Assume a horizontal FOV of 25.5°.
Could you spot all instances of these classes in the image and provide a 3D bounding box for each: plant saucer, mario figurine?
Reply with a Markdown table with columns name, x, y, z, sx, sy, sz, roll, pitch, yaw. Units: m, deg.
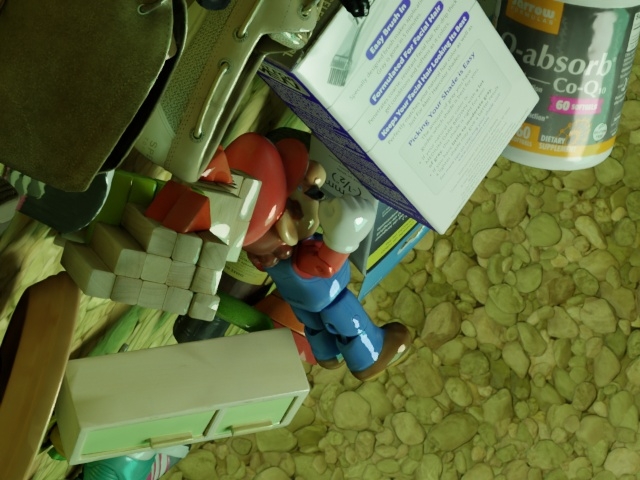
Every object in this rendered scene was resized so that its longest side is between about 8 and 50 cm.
| name | x | y | z | sx | sy | sz | roll | pitch | yaw |
| --- | --- | --- | --- | --- | --- | --- | --- | --- | --- |
| plant saucer | -0.237 | 0.116 | 1.114 | 0.200 | 0.037 | 0.199 | -162 | -90 | -75 |
| mario figurine | 0.000 | 0.000 | 1.578 | 0.198 | 0.320 | 0.170 | -16 | -144 | 23 |

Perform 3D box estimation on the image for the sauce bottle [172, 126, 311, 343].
| name | x | y | z | sx | sy | sz | roll | pitch | yaw |
| --- | --- | --- | --- | --- | --- | --- | --- | --- | --- |
| sauce bottle | -0.096 | 0.011 | 1.838 | 0.344 | 0.111 | 0.111 | -57 | 174 | 31 |

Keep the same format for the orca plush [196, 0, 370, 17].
| name | x | y | z | sx | sy | sz | roll | pitch | yaw |
| --- | --- | --- | --- | --- | --- | --- | --- | --- | --- |
| orca plush | -0.007 | -0.205 | 0.934 | 0.151 | 0.102 | 0.287 | -69 | 156 | -6 |

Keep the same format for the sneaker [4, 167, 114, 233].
| name | x | y | z | sx | sy | sz | roll | pitch | yaw |
| --- | --- | --- | --- | --- | --- | --- | --- | --- | --- |
| sneaker | -0.156 | -0.080 | 0.978 | 0.178 | 0.072 | 0.077 | -52 | -172 | 38 |

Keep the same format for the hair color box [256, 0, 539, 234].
| name | x | y | z | sx | sy | sz | roll | pitch | yaw |
| --- | --- | --- | --- | --- | --- | --- | --- | --- | --- |
| hair color box | 0.070 | -0.166 | 1.369 | 0.185 | 0.110 | 0.339 | -54 | 144 | -6 |

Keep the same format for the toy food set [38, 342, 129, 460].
| name | x | y | z | sx | sy | sz | roll | pitch | yaw |
| --- | --- | --- | --- | --- | --- | --- | --- | --- | --- |
| toy food set | -0.272 | 0.213 | 1.739 | 0.128 | 0.071 | 0.218 | -57 | 175 | 18 |

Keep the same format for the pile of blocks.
| name | x | y | z | sx | sy | sz | roll | pitch | yaw |
| --- | --- | --- | --- | --- | --- | --- | --- | --- | --- |
| pile of blocks | -0.134 | -0.034 | 1.217 | 0.362 | 0.149 | 0.112 | -83 | -170 | -81 |

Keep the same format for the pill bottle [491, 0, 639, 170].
| name | x | y | z | sx | sy | sz | roll | pitch | yaw |
| --- | --- | --- | --- | --- | --- | --- | --- | --- | --- |
| pill bottle | 0.265 | -0.230 | 1.539 | 0.162 | 0.162 | 0.278 | -47 | 149 | -56 |

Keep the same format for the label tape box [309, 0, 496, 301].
| name | x | y | z | sx | sy | sz | roll | pitch | yaw |
| --- | --- | --- | --- | --- | --- | --- | --- | --- | --- |
| label tape box | 0.096 | -0.119 | 1.702 | 0.249 | 0.115 | 0.347 | -44 | 160 | -30 |

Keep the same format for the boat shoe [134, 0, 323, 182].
| name | x | y | z | sx | sy | sz | roll | pitch | yaw |
| --- | --- | --- | --- | --- | --- | --- | --- | --- | --- |
| boat shoe | -0.046 | -0.184 | 1.112 | 0.302 | 0.098 | 0.109 | -54 | 175 | -5 |

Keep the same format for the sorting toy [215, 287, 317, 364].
| name | x | y | z | sx | sy | sz | roll | pitch | yaw |
| --- | --- | --- | --- | --- | --- | --- | --- | --- | --- |
| sorting toy | -0.078 | 0.049 | 1.720 | 0.126 | 0.127 | 0.365 | -62 | 152 | -4 |

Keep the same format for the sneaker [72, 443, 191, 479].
| name | x | y | z | sx | sy | sz | roll | pitch | yaw |
| --- | --- | --- | --- | --- | --- | --- | --- | --- | --- |
| sneaker | -0.297 | 0.367 | 2.164 | 0.178 | 0.124 | 0.295 | -60 | 167 | 0 |

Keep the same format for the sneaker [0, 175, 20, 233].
| name | x | y | z | sx | sy | sz | roll | pitch | yaw |
| --- | --- | --- | --- | --- | --- | --- | --- | --- | --- |
| sneaker | -0.230 | -0.001 | 0.814 | 0.071 | 0.066 | 0.188 | -55 | 174 | 10 |

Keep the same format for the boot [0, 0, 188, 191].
| name | x | y | z | sx | sy | sz | roll | pitch | yaw |
| --- | --- | --- | --- | --- | --- | --- | --- | --- | --- |
| boot | -0.100 | -0.159 | 0.735 | 0.305 | 0.115 | 0.112 | -59 | 172 | 28 |

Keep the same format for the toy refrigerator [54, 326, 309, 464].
| name | x | y | z | sx | sy | sz | roll | pitch | yaw |
| --- | --- | --- | --- | --- | --- | --- | --- | --- | --- |
| toy refrigerator | -0.158 | 0.179 | 1.612 | 0.270 | 0.094 | 0.102 | -7 | 151 | -24 |
